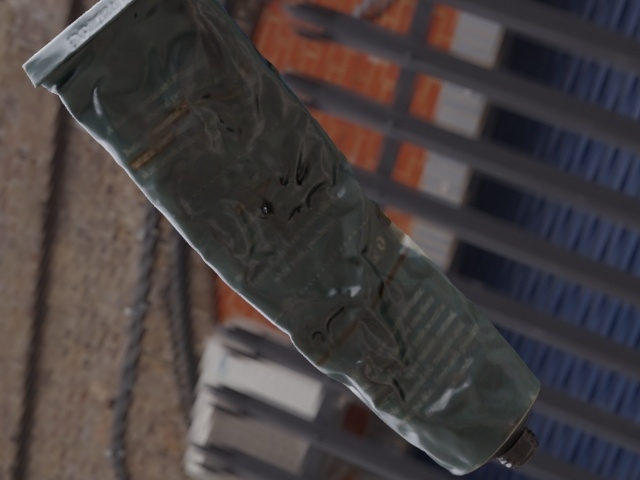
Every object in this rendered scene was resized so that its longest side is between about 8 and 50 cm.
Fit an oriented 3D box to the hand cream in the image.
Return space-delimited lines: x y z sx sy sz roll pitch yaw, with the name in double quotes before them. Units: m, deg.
"hand cream" 0.000 0.000 0.707 0.075 0.248 0.052 -46 16 -14
